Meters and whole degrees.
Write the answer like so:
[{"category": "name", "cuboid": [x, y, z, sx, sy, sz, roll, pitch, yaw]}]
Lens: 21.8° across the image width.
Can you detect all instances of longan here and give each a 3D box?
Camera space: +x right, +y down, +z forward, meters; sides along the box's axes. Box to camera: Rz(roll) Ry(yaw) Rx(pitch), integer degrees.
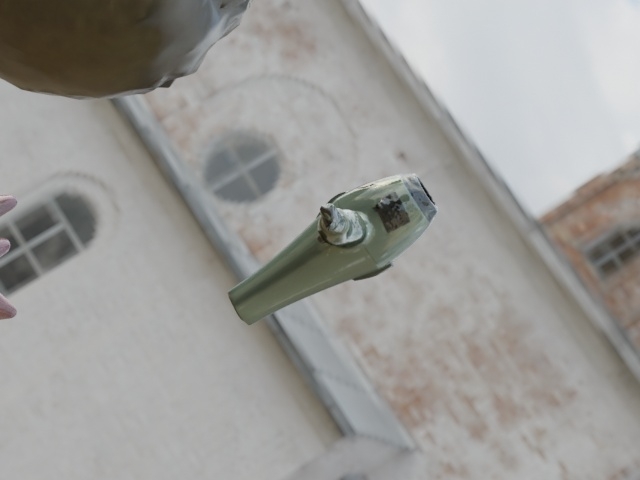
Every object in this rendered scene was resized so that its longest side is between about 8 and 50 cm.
[{"category": "longan", "cuboid": [-0.285, -0.363, 1.902, 0.436, 0.404, 0.404, 28, -25, 27]}]

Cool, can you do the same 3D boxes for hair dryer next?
[{"category": "hair dryer", "cuboid": [-0.021, 0.018, 1.625, 0.092, 0.229, 0.267, 59, 26, 9]}]

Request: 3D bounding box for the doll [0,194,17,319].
[{"category": "doll", "cuboid": [-0.330, 0.010, 1.347, 0.093, 0.211, 0.262, -9, -86, 35]}]
